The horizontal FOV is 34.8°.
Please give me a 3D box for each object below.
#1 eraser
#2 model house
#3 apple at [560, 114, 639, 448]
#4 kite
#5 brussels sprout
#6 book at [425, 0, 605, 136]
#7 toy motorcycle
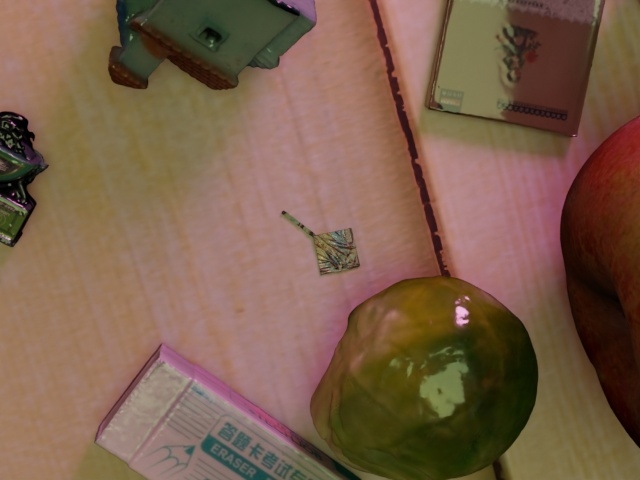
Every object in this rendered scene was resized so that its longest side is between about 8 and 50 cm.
[{"bbox_3d":[-0.072,0.191,0.867,0.225,0.052,0.095,36,93,-11],"label":"eraser"},{"bbox_3d":[-0.103,-0.179,0.795,0.148,0.119,0.148,32,118,-33],"label":"model house"},{"bbox_3d":[0.346,0.044,0.753,0.277,0.348,0.349,-19,100,1],"label":"apple"},{"bbox_3d":[0.005,-0.004,0.876,0.044,0.002,0.078,-33,101,-2],"label":"kite"},{"bbox_3d":[0.088,0.120,0.835,0.161,0.144,0.181,29,117,-30],"label":"brussels sprout"},{"bbox_3d":[0.173,-0.197,0.864,0.138,0.016,0.199,9,97,-9],"label":"book"},{"bbox_3d":[-0.298,-0.075,0.798,0.173,0.058,0.100,29,99,-12],"label":"toy motorcycle"}]
